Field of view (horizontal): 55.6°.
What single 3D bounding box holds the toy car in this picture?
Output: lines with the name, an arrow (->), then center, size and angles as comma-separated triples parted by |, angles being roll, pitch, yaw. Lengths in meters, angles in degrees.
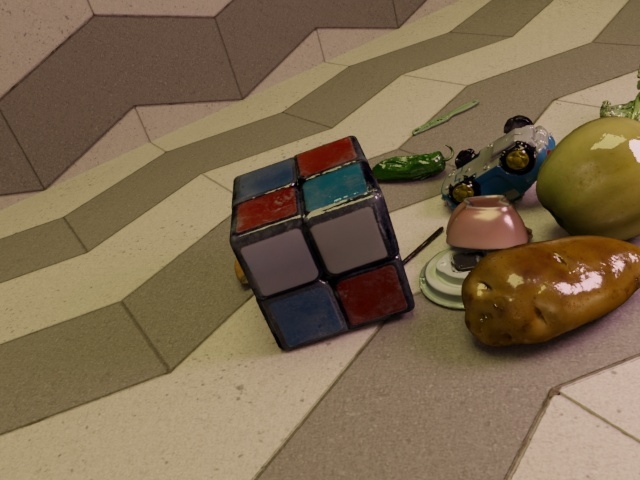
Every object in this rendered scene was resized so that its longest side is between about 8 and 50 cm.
toy car -> 0.458, -0.172, 1.558 | 0.314, 0.166, 0.198 | -34, 17, 33

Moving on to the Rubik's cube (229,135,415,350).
Rubik's cube -> 0.000, 0.000, 1.340 | 0.313, 0.316, 0.318 | -18, 33, 5

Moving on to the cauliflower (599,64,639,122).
cauliflower -> 0.888, -0.364, 1.555 | 0.275, 0.250, 0.272 | -36, 33, -21

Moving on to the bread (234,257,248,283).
bread -> -0.172, 0.069, 1.581 | 0.154, 0.054, 0.136 | -5, 31, 30

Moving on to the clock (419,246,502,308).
clock -> 0.333, 0.060, 1.342 | 0.236, 0.053, 0.236 | -12, 32, 8

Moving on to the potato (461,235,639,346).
potato -> 0.445, 0.082, 1.155 | 0.369, 0.176, 0.195 | -17, 3, -7

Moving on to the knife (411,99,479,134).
knife -> 0.439, -0.430, 2.112 | 0.293, 0.020, 0.043 | -26, 33, -14

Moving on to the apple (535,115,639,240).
apple -> 0.610, -0.122, 1.293 | 0.279, 0.279, 0.279 | -13, 31, 8

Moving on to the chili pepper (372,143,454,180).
chili pepper -> 0.269, -0.221, 1.806 | 0.257, 0.074, 0.100 | -3, 34, 25

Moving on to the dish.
dish -> 0.386, -0.051, 1.397 | 0.213, 0.090, 0.213 | -6, 15, 2

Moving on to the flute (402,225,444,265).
flute -> 0.219, 0.039, 1.471 | 0.014, 0.014, 0.269 | 18, 45, 44
